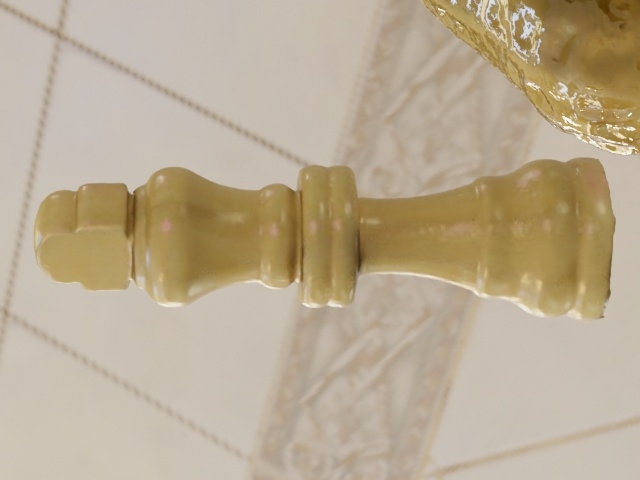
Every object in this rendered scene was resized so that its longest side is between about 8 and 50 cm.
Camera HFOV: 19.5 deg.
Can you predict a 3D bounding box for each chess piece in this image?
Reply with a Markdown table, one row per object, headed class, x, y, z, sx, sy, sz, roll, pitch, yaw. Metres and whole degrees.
| class | x | y | z | sx | sy | sz | roll | pitch | yaw |
| --- | --- | --- | --- | --- | --- | --- | --- | --- | --- |
| chess piece | 0.000 | 0.000 | 1.298 | 0.397 | 0.117 | 0.117 | 0 | 111 | -5 |

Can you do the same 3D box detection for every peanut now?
| class | x | y | z | sx | sy | sz | roll | pitch | yaw |
| --- | --- | --- | --- | --- | --- | --- | --- | --- | --- |
| peanut | 0.107 | -0.131 | 0.844 | 0.236 | 0.110 | 0.120 | 56 | 129 | 41 |
